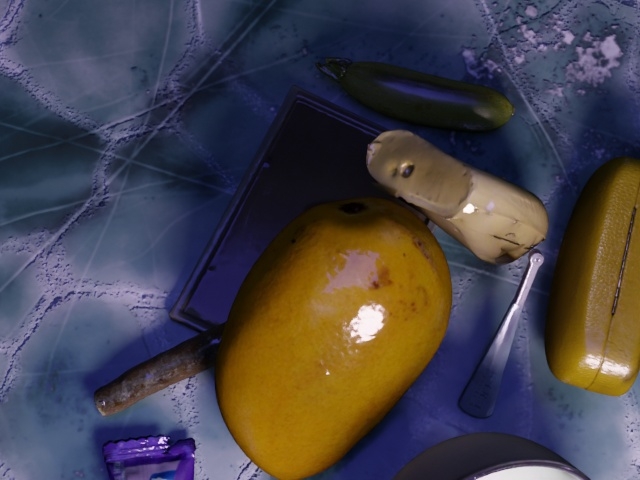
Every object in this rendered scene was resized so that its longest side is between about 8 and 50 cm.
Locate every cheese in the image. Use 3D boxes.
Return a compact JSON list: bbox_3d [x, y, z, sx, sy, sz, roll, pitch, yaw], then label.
[{"bbox_3d":[0.230,-0.058,1.837,0.259,0.316,0.128,39,97,42],"label":"cheese"}]

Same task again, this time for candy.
[{"bbox_3d":[-0.252,0.429,1.811,0.145,0.070,0.275,-3,69,-8],"label":"candy"}]

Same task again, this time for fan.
[{"bbox_3d":[0.287,0.145,1.852,0.057,0.023,0.282,22,105,1],"label":"fan"}]

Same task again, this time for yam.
[{"bbox_3d":[-0.224,0.194,1.872,0.274,0.061,0.061,-26,75,2],"label":"yam"}]

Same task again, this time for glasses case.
[{"bbox_3d":[0.437,0.053,1.864,0.141,0.173,0.371,16,72,4],"label":"glasses case"}]

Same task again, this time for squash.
[{"bbox_3d":[0.152,-0.238,1.997,0.340,0.094,0.095,14,74,1],"label":"squash"}]

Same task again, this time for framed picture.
[{"bbox_3d":[0.000,0.000,1.957,0.326,0.028,0.446,26,76,7],"label":"framed picture"}]

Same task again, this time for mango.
[{"bbox_3d":[0.011,0.145,1.769,0.300,0.232,0.446,24,103,-16],"label":"mango"}]

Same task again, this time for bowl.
[{"bbox_3d":[0.212,0.409,1.722,0.353,0.354,0.185,-26,32,-7],"label":"bowl"}]
